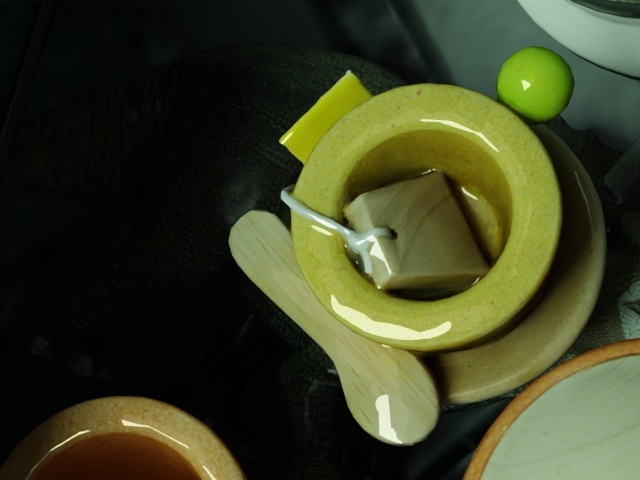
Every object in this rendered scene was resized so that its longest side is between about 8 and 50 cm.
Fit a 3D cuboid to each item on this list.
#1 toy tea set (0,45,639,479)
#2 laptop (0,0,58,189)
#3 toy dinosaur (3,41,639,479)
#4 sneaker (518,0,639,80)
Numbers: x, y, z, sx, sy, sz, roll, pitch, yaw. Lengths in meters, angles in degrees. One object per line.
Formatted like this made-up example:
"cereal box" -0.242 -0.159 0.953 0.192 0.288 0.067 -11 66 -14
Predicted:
"toy tea set" -0.021 0.105 0.420 0.336 0.124 0.200 -46 71 -1
"laptop" -0.226 0.123 0.556 0.408 0.236 0.382 -5 58 27
"toy dinosaur" 0.000 0.000 0.620 0.313 0.121 0.160 25 85 34
"sneaker" 0.200 -0.223 0.403 0.447 0.257 0.169 -41 70 8
